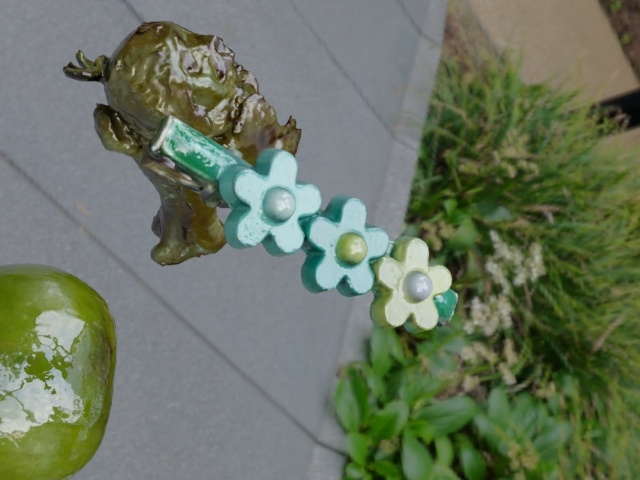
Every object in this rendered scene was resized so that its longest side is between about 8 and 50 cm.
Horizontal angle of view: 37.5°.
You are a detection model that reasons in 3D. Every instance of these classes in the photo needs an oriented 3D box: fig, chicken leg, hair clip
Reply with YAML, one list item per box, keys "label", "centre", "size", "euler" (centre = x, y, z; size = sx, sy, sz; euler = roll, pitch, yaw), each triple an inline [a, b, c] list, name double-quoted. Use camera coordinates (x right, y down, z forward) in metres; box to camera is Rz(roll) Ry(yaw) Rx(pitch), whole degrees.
- label: "fig"
  centre: [-0.255, 0.105, 0.722]
  size: [0.191, 0.181, 0.181]
  euler: [6, 69, -30]
- label: "chicken leg"
  centre: [-0.124, -0.097, 1.019]
  size: [0.361, 0.211, 0.140]
  euler: [75, 25, -58]
- label: "hair clip"
  centre: [0.000, 0.001, 0.405]
  size: [0.173, 0.049, 0.049]
  euler: [29, 51, -26]
